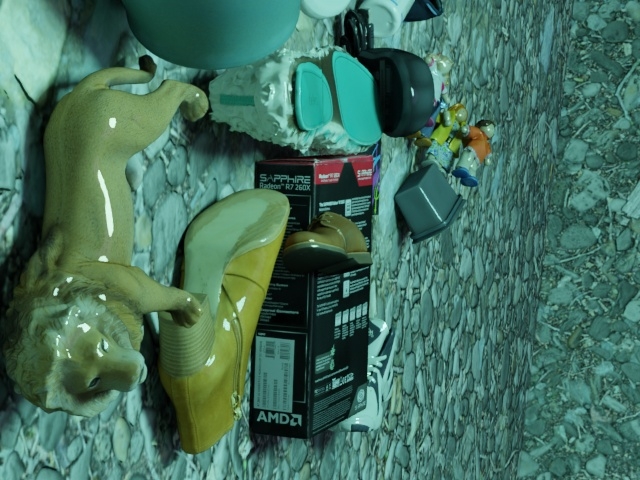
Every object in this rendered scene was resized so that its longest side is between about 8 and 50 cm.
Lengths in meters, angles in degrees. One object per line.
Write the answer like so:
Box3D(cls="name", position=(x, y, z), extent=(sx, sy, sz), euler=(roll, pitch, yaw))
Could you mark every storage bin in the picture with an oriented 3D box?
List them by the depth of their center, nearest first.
Box3D(cls="storage bin", position=(0.180, -0.067, 2.459), extent=(0.091, 0.098, 0.135), euler=(58, 30, -11))

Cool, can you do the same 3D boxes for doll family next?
Box3D(cls="doll family", position=(0.208, -0.221, 2.502), extent=(0.263, 0.118, 0.163), euler=(51, 50, -36))

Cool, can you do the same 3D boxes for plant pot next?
Box3D(cls="plant pot", position=(-0.109, -0.315, 1.388), extent=(0.255, 0.272, 0.271), euler=(93, 14, -50))

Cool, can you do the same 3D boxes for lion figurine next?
Box3D(cls="lion figurine", position=(-0.213, -0.023, 1.349), extent=(0.240, 0.142, 0.392), euler=(21, 59, -61))

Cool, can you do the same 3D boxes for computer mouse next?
Box3D(cls="computer mouse", position=(0.102, -0.223, 2.013), extent=(0.272, 0.072, 0.188), euler=(-139, -132, -66))

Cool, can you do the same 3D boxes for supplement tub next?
Box3D(cls="supplement tub", position=(0.104, -0.368, 2.211), extent=(0.107, 0.071, 0.071), euler=(-61, 148, -50))

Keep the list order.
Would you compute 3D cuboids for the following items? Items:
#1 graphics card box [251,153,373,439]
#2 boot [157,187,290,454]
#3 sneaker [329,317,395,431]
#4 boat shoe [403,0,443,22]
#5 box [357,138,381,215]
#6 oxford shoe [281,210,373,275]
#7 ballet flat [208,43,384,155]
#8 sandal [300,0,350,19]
Box3D(cls="graphics card box", position=(-0.007, 0.068, 1.941), extent=(0.233, 0.094, 0.370), euler=(-14, 106, -68))
Box3D(cls="boot", position=(-0.112, 0.092, 1.677), extent=(0.295, 0.104, 0.211), euler=(-58, 152, -47))
Box3D(cls="sneaker", position=(0.059, 0.190, 2.147), extent=(0.235, 0.094, 0.153), euler=(-34, 123, -66))
Box3D(cls="boat shoe", position=(0.144, -0.457, 2.278), extent=(0.258, 0.089, 0.109), euler=(59, 39, -57))
Box3D(cls="box", position=(0.065, -0.118, 2.206), extent=(0.116, 0.029, 0.162), euler=(-12, 103, -69))
Box3D(cls="oxford shoe", position=(0.000, 0.000, 1.766), extent=(0.212, 0.076, 0.076), euler=(8, 67, -70))
Box3D(cls="ballet flat", position=(-0.032, -0.178, 1.783), extent=(0.409, 0.147, 0.147), euler=(-2, 95, -73))
Box3D(cls="sandal", position=(-0.033, -0.464, 1.762), extent=(0.169, 0.102, 0.416), euler=(9, 72, -50))
